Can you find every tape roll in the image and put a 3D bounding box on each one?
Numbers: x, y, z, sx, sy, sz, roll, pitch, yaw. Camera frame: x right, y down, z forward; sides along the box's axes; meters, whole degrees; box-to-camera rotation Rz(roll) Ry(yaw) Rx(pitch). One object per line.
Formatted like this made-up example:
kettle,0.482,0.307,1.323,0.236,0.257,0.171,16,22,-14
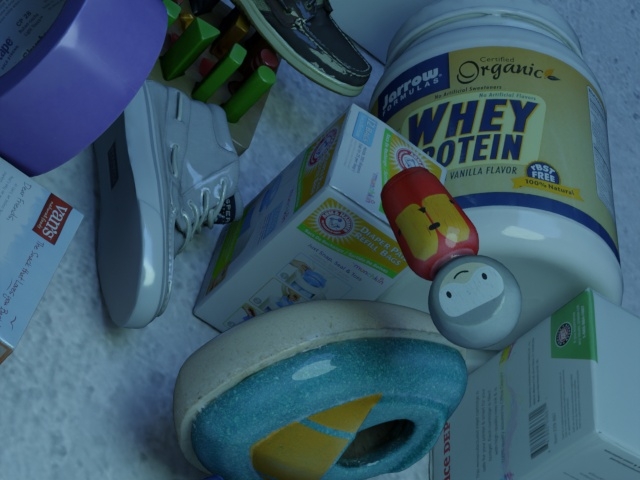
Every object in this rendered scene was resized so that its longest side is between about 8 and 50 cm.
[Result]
tape roll,-0.217,-0.148,1.520,0.080,0.189,0.189,43,38,-31

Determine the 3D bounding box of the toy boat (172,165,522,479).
toy boat,0.034,0.096,1.454,0.267,0.318,0.148,-2,50,-38

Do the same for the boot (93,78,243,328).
boot,-0.117,-0.031,1.594,0.123,0.095,0.258,13,50,-26

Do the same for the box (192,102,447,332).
box,0.000,0.000,1.591,0.103,0.203,0.114,34,42,-16

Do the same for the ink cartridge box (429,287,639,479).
ink cartridge box,0.191,0.165,1.623,0.093,0.212,0.154,28,43,-26

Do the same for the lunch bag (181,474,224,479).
lunch bag,-0.091,0.226,1.436,0.065,0.067,0.098,-8,64,-45

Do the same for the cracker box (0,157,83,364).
cracker box,-0.311,-0.018,1.437,0.232,0.067,0.155,35,42,-13

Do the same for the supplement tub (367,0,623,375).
supplement tub,0.155,-0.053,1.752,0.228,0.228,0.316,24,45,-25

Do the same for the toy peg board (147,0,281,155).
toy peg board,-0.099,-0.191,1.753,0.161,0.079,0.160,35,42,-16

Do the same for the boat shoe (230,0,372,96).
boat shoe,-0.031,-0.228,1.756,0.223,0.073,0.080,45,25,5

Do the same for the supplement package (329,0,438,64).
supplement package,0.086,-0.324,1.976,0.134,0.139,0.244,37,41,-15
